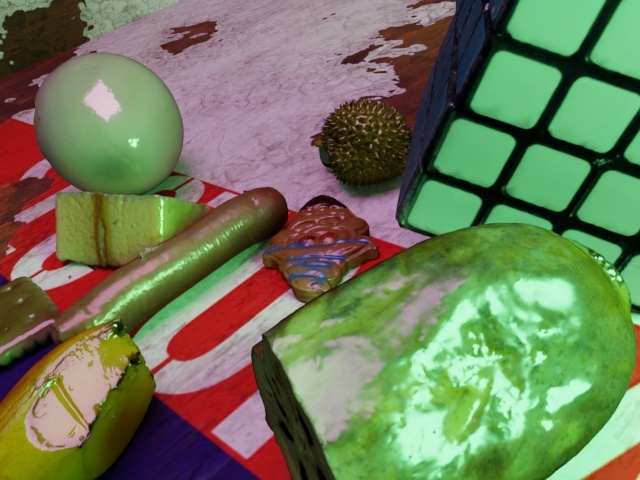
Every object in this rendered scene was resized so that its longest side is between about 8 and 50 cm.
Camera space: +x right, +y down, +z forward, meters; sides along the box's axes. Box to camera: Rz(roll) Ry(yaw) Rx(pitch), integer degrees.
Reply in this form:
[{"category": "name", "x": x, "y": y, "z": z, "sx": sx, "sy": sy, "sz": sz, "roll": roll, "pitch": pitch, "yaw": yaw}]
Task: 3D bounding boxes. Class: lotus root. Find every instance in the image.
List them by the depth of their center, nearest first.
[{"category": "lotus root", "x": 0.120, "y": 0.118, "z": 0.605, "sx": 0.346, "sy": 0.250, "sz": 0.250, "roll": -27, "pitch": 34, "yaw": -17}]

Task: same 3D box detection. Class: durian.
[{"category": "durian", "x": 0.079, "y": -0.182, "z": 1.159, "sx": 0.159, "sy": 0.146, "sz": 0.198, "roll": -19, "pitch": 36, "yaw": -8}]

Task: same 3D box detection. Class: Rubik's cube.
[{"category": "Rubik's cube", "x": 0.312, "y": -0.178, "z": 0.773, "sx": 0.344, "sy": 0.337, "sz": 0.344, "roll": 18, "pitch": 38, "yaw": -2}]

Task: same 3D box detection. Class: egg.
[{"category": "egg", "x": -0.418, "y": -0.222, "z": 1.320, "sx": 0.283, "sy": 0.283, "sz": 0.345, "roll": -27, "pitch": 46, "yaw": -17}]

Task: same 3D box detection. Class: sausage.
[{"category": "sausage", "x": -0.218, "y": 0.039, "z": 1.002, "sx": 0.419, "sy": 0.094, "sz": 0.094, "roll": -37, "pitch": -1, "yaw": -29}]

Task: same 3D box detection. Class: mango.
[{"category": "mango", "x": -0.295, "y": 0.208, "z": 0.752, "sx": 0.154, "sy": 0.126, "sz": 0.252, "roll": 22, "pitch": 54, "yaw": 29}]

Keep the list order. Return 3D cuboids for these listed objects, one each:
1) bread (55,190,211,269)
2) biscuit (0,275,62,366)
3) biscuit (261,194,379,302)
[{"category": "bread", "x": -0.348, "y": -0.032, "z": 1.162, "sx": 0.266, "sy": 0.141, "sz": 0.178, "roll": 0, "pitch": 51, "yaw": 27}, {"category": "biscuit", "x": -0.566, "y": 0.171, "z": 1.001, "sx": 0.325, "sy": 0.044, "sz": 0.217, "roll": -33, "pitch": 37, "yaw": -25}, {"category": "biscuit", "x": 0.000, "y": 0.000, "z": 1.026, "sx": 0.183, "sy": 0.043, "sz": 0.280, "roll": -7, "pitch": 36, "yaw": 9}]
